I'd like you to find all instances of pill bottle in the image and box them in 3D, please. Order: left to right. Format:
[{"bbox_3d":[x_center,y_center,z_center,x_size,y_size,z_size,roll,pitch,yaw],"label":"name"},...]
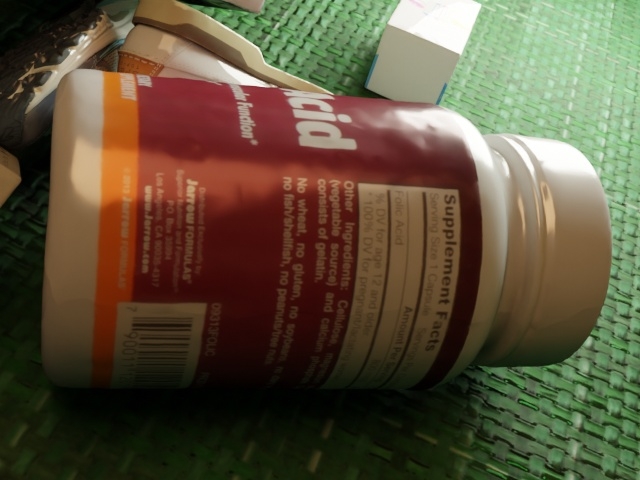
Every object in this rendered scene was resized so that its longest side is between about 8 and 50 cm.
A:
[{"bbox_3d":[0.000,0.000,0.622,0.392,0.224,0.224,3,49,-17],"label":"pill bottle"}]

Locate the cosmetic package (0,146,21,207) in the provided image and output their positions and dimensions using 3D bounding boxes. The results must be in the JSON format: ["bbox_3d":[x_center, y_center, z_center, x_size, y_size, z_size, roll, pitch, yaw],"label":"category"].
[{"bbox_3d":[-0.365,-0.073,0.505,0.309,0.160,0.113,39,-3,-24],"label":"cosmetic package"}]

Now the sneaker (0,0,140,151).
[{"bbox_3d":[-0.198,-0.140,0.729,0.110,0.122,0.283,-16,29,21],"label":"sneaker"}]

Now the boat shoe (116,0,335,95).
[{"bbox_3d":[-0.053,-0.106,0.754,0.302,0.103,0.113,24,-2,-35],"label":"boat shoe"}]

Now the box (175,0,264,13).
[{"bbox_3d":[-0.199,-0.291,0.776,0.232,0.058,0.322,19,10,-27],"label":"box"}]

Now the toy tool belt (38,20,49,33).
[{"bbox_3d":[-0.260,-0.212,0.849,0.083,0.052,0.051,-21,28,-36],"label":"toy tool belt"}]

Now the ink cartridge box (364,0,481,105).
[{"bbox_3d":[0.124,-0.234,0.964,0.090,0.092,0.143,23,45,3],"label":"ink cartridge box"}]
